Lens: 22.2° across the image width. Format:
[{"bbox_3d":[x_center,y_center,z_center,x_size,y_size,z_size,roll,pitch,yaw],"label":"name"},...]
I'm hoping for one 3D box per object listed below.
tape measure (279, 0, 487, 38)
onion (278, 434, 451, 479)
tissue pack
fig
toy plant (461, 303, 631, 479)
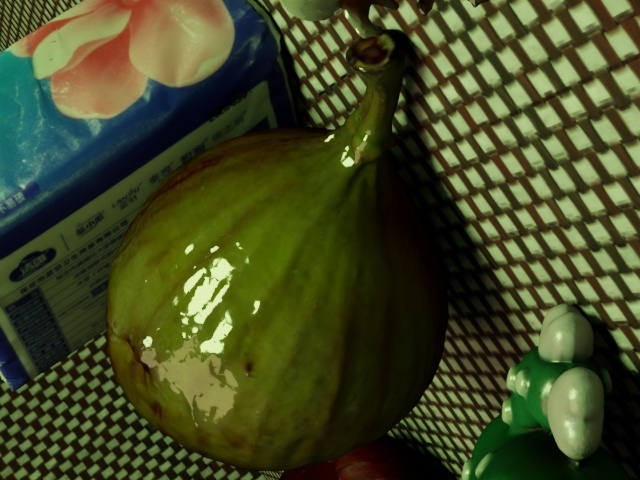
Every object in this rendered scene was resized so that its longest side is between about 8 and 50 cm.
[{"bbox_3d":[-0.015,-0.210,0.512,0.265,0.130,0.258,53,170,6],"label":"tape measure"},{"bbox_3d":[0.015,0.296,1.418,0.273,0.285,0.273,-179,90,-71],"label":"onion"},{"bbox_3d":[-0.154,-0.051,1.103,0.137,0.269,0.209,46,166,29],"label":"tissue pack"},{"bbox_3d":[0.000,0.000,0.962,0.217,0.217,0.321,50,142,16],"label":"fig"},{"bbox_3d":[0.129,0.175,0.889,0.233,0.112,0.243,92,178,-46],"label":"toy plant"}]
